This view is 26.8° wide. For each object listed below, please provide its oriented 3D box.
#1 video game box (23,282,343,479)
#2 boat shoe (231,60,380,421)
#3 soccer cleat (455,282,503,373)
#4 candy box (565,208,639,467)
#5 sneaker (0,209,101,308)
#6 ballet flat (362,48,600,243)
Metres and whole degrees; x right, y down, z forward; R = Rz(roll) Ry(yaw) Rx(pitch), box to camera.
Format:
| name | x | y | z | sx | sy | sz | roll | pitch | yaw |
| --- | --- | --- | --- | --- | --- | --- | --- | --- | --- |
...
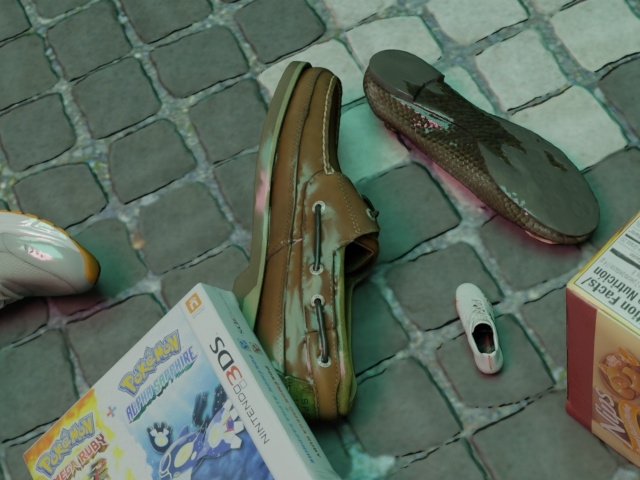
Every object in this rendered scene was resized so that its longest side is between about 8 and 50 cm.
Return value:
| name | x | y | z | sx | sy | sz | roll | pitch | yaw |
| --- | --- | --- | --- | --- | --- | --- | --- | --- | --- |
| video game box | -0.104 | 0.164 | 0.958 | 0.205 | 0.048 | 0.187 | -44 | 53 | 15 |
| boat shoe | 0.000 | 0.000 | 1.071 | 0.104 | 0.111 | 0.307 | 3 | 69 | 13 |
| soccer cleat | 0.123 | 0.064 | 1.043 | 0.029 | 0.036 | 0.083 | -13 | 56 | 2 |
| candy box | 0.306 | -0.001 | 0.966 | 0.087 | 0.183 | 0.316 | 36 | 69 | 29 |
| sneaker | -0.306 | 0.045 | 1.107 | 0.262 | 0.099 | 0.121 | 0 | 64 | 19 |
| ballet flat | 0.128 | -0.072 | 1.129 | 0.250 | 0.058 | 0.084 | 40 | 49 | 23 |
